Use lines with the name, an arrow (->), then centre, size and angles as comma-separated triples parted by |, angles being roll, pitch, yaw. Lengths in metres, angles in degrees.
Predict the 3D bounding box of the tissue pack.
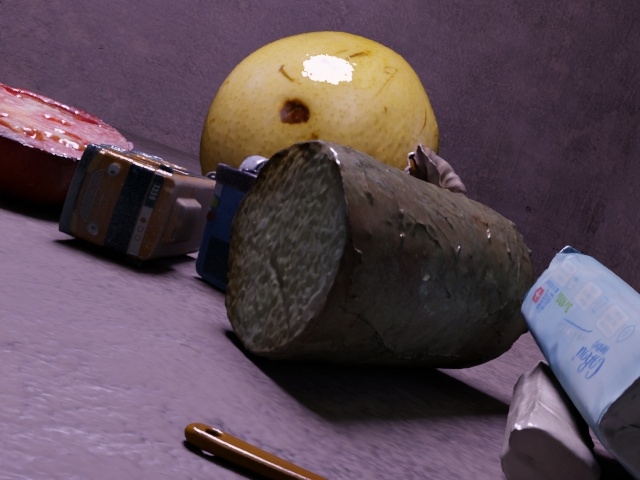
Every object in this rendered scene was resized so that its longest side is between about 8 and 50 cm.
tissue pack -> 0.235, 0.111, 0.612 | 0.177, 0.089, 0.263 | 42, 12, -6

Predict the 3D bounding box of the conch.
conch -> 0.132, -0.001, 1.125 | 0.163, 0.245, 0.178 | -1, 27, 17

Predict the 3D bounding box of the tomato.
tomato -> -0.307, -0.094, 0.901 | 0.225, 0.085, 0.225 | 24, 14, -6

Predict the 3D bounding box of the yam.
yam -> 0.047, 0.021, 0.711 | 0.168, 0.168, 0.304 | 25, 7, 38

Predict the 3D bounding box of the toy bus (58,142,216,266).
toy bus -> -0.162, -0.033, 0.835 | 0.103, 0.091, 0.182 | 21, 4, 6

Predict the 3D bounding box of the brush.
brush -> 0.014, 0.118, 0.405 | 0.170, 0.014, 0.043 | 21, 4, 11

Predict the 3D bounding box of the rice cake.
rice cake -> 0.163, 0.130, 0.633 | 0.057, 0.052, 0.256 | 25, 6, 13

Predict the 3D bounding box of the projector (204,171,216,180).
projector -> -0.094, -0.025, 1.030 | 0.082, 0.083, 0.083 | 16, 7, -39

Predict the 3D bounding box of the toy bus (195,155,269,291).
toy bus -> 0.000, 0.000, 0.875 | 0.116, 0.133, 0.234 | 21, 10, 36

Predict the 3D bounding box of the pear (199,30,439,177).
pear -> -0.001, -0.135, 1.285 | 0.348, 0.348, 0.348 | 20, 6, -2
